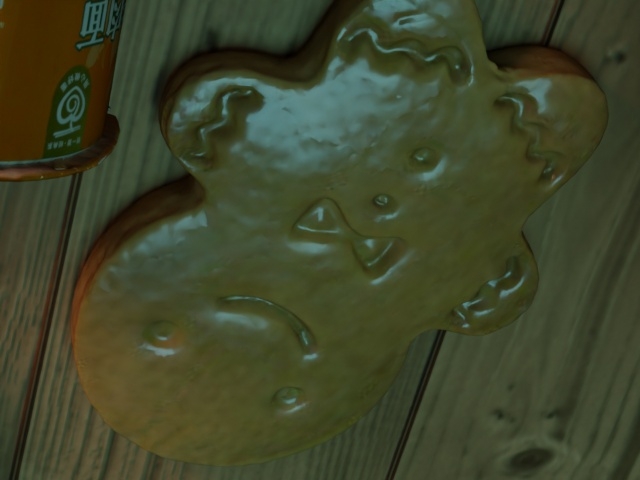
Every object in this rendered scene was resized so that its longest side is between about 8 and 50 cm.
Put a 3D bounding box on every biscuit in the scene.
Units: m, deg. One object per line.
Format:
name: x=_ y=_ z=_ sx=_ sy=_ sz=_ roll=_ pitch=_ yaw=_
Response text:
biscuit: x=0.001 y=0.002 z=1.055 sx=0.275 sy=0.052 sz=0.355 roll=35 pitch=110 yaw=-31

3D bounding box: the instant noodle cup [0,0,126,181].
instant noodle cup: x=-0.178 y=-0.155 z=0.807 sx=0.230 sy=0.230 sz=0.182 roll=11 pitch=112 yaw=-20
